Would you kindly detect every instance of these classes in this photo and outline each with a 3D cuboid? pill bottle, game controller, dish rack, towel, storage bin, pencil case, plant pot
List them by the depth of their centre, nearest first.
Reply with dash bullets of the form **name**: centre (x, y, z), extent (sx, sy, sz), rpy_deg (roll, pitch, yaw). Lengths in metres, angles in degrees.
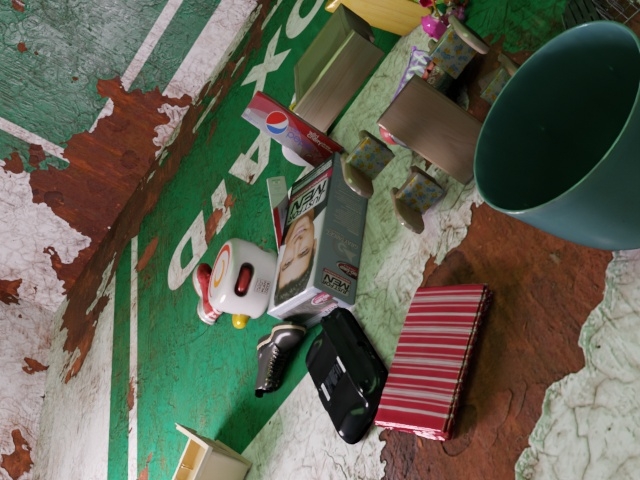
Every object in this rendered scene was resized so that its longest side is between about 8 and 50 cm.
- **plant pot**: centre (0.402, -0.121, 1.188), extent (0.293, 0.235, 0.293), rpy_deg (-43, 32, 36)
- **towel**: centre (0.195, 0.207, 1.482), extent (0.199, 0.031, 0.274), rpy_deg (-8, 57, 56)
- **dish rack**: centre (0.526, -0.468, 1.488), extent (0.271, 0.074, 0.208), rpy_deg (-44, 30, 34)
- **game controller**: centre (0.048, 0.263, 1.695), extent (0.319, 0.067, 0.166), rpy_deg (-122, 49, -62)
- **pencil case**: centre (0.209, -0.340, 1.938), extent (0.086, 0.088, 0.206), rpy_deg (6, 71, 65)
- **storage bin**: centre (-0.304, 0.582, 1.947), extent (0.260, 0.123, 0.262), rpy_deg (4, 69, 62)
- **pill bottle**: centre (-0.038, -0.318, 2.343), extent (0.119, 0.119, 0.208), rpy_deg (-39, 34, 40)

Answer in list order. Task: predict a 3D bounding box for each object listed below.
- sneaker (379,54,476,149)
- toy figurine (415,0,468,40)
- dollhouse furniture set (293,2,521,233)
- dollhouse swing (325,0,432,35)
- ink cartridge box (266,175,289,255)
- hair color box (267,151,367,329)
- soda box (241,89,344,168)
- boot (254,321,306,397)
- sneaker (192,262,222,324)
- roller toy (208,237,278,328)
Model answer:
- **sneaker**: centre (0.253, -0.301, 1.814), extent (0.276, 0.098, 0.135), rpy_deg (-49, 43, 4)
- **toy figurine**: centre (0.295, -0.549, 1.995), extent (0.173, 0.130, 0.159), rpy_deg (-16, 62, 26)
- **dollhouse furniture set**: centre (0.158, -0.236, 1.560), extent (0.362, 0.394, 0.256), rpy_deg (-51, 18, 21)
- **dollhouse swing**: centre (0.204, -0.766, 2.160), extent (0.305, 0.315, 0.346), rpy_deg (119, 165, -56)
- **ink cartridge box**: centre (-0.090, -0.027, 2.109), extent (0.224, 0.056, 0.181), rpy_deg (-106, 7, -53)
- **hair color box**: centre (0.000, 0.000, 1.964), extent (0.185, 0.114, 0.374), rpy_deg (-33, 38, 46)
- **soda box**: centre (-0.069, -0.280, 2.190), extent (0.083, 0.263, 0.092), rpy_deg (-56, -5, 9)
- **boot**: centre (-0.092, 0.273, 1.930), extent (0.198, 0.077, 0.137), rpy_deg (132, 149, -56)
- **sneaker**: centre (-0.296, 0.128, 2.452), extent (0.128, 0.087, 0.221), rpy_deg (-40, 45, 24)
- **roller toy**: centre (-0.192, 0.101, 2.184), extent (0.191, 0.146, 0.209), rpy_deg (-54, 27, 41)
